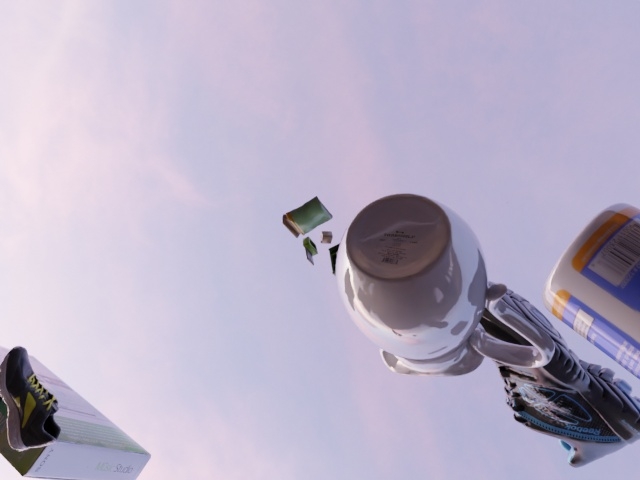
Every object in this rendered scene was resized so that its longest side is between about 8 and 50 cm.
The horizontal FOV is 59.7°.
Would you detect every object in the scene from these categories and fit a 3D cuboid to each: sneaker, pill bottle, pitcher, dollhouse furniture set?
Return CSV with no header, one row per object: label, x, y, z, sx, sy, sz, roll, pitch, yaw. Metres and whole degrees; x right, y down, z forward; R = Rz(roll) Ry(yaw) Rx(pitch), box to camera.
sneaker,-0.216,0.118,0.421,0.035,0.031,0.084,-2,-75,0
pill bottle,0.383,0.090,0.565,0.272,0.152,0.152,43,-73,36
sneaker,0.294,0.190,0.765,0.340,0.125,0.140,40,-68,-6
pitcher,0.113,0.054,0.494,0.177,0.207,0.126,3,-123,24
dollhouse furniture set,0.000,0.000,0.973,0.076,0.152,0.059,-26,-134,15

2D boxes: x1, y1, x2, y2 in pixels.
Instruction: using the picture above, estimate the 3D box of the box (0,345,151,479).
box,-0.429,0.242,0.822,0.321,0.232,0.059,24,-105,26
